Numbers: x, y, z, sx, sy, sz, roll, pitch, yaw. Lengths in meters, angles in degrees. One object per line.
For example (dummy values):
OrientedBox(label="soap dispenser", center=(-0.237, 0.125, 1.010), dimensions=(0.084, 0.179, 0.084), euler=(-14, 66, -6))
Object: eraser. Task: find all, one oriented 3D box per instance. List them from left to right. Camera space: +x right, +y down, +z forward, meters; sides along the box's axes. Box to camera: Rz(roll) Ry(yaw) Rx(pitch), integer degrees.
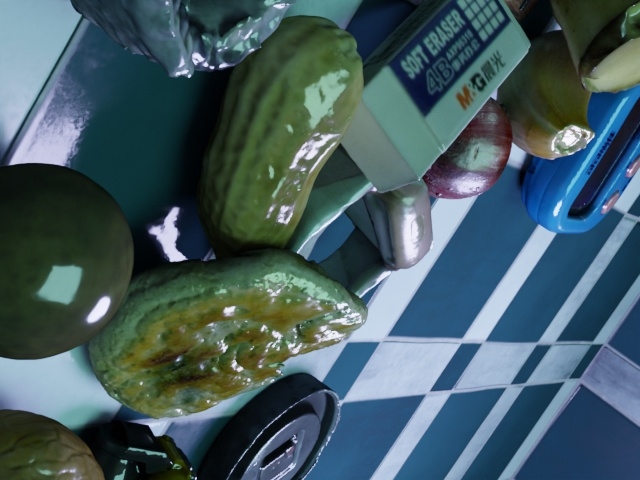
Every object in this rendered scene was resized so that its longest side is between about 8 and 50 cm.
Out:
OrientedBox(label="eraser", center=(0.128, -0.188, 1.262), dimensions=(0.124, 0.081, 0.279), euler=(53, 54, -18))

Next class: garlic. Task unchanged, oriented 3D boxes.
OrientedBox(label="garlic", center=(0.345, -0.221, 1.600), dimensions=(0.245, 0.164, 0.145), euler=(-59, 151, -34))

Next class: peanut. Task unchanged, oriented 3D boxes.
OrientedBox(label="peanut", center=(-0.050, -0.095, 1.149), dimensions=(0.147, 0.147, 0.305), euler=(-15, 136, -51))

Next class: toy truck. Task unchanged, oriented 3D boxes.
OrientedBox(label="toy truck", center=(-0.261, 0.333, 1.357), dimensions=(0.165, 0.147, 0.224), euler=(35, 95, -40))

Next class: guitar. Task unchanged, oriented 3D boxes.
OrientedBox(label="guitar", center=(0.221, -0.339, 1.387), dimensions=(0.084, 0.038, 0.271), euler=(-58, 155, 11))

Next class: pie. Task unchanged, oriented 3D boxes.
OrientedBox(label="pie", center=(-0.113, 0.111, 1.241), dimensions=(0.337, 0.075, 0.337), euler=(-13, 151, -7))

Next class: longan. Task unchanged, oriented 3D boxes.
OrientedBox(label="longan", center=(-0.260, 0.024, 0.935), dimensions=(0.204, 0.159, 0.185), euler=(-16, 141, -25))

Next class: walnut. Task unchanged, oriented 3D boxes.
OrientedBox(label="walnut", center=(-0.315, 0.263, 1.140), dimensions=(0.167, 0.167, 0.207), euler=(-49, 151, -7))

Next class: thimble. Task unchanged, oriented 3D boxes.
OrientedBox(label="thimble", center=(-0.104, -0.259, 0.835), dimensions=(0.217, 0.157, 0.245), euler=(-20, 139, -47))

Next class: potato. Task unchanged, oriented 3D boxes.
OrientedBox(label="potato", center=(0.428, -0.347, 1.507), dimensions=(0.285, 0.242, 0.242), euler=(-28, 149, -8))

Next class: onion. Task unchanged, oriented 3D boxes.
OrientedBox(label="onion", center=(0.151, -0.129, 1.416), dimensions=(0.195, 0.159, 0.159), euler=(-2, 126, -41))

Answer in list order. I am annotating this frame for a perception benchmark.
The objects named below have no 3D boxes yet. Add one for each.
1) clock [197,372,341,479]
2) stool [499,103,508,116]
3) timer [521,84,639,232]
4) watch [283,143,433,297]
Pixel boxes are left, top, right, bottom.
OrientedBox(label="clock", center=(-0.081, 0.331, 1.713), dimensions=(0.280, 0.055, 0.280), euler=(-39, 151, -27))
OrientedBox(label="stool", center=(0.212, -0.151, 1.548), dimensions=(0.096, 0.096, 0.110), euler=(-13, 128, -52))
OrientedBox(label="timer", center=(0.498, -0.172, 1.953), dimensions=(0.309, 0.115, 0.340), euler=(0, 124, -59))
OrientedBox(label="watch", center=(0.000, 0.000, 1.361), dimensions=(0.241, 0.162, 0.253), euler=(-32, 146, -12))
